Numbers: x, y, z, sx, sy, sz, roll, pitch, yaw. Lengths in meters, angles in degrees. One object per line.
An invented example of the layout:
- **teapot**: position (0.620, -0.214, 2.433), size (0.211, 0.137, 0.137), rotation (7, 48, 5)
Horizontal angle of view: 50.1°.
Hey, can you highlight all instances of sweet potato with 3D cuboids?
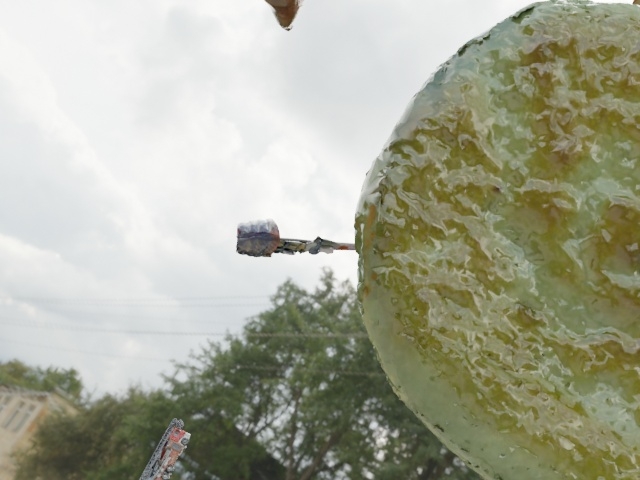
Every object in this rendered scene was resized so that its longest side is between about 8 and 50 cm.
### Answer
- **sweet potato**: position (-0.080, -0.503, 1.227), size (0.112, 0.112, 0.359), rotation (20, -20, 16)

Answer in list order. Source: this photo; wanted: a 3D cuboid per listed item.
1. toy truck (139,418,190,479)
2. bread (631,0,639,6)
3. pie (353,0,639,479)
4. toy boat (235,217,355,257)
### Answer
- **toy truck**: position (-0.171, 0.240, 0.765), size (0.032, 0.083, 0.024), rotation (27, -40, 3)
- **bread**: position (0.467, -0.212, 0.765), size (0.241, 0.107, 0.136), rotation (54, -49, 20)
- **pie**: position (0.168, 0.007, 0.368), size (0.323, 0.323, 0.070), rotation (25, -17, 7)
- **toy boat**: position (-0.022, 0.000, 1.300), size (0.318, 0.072, 0.219), rotation (3, -1, -30)
